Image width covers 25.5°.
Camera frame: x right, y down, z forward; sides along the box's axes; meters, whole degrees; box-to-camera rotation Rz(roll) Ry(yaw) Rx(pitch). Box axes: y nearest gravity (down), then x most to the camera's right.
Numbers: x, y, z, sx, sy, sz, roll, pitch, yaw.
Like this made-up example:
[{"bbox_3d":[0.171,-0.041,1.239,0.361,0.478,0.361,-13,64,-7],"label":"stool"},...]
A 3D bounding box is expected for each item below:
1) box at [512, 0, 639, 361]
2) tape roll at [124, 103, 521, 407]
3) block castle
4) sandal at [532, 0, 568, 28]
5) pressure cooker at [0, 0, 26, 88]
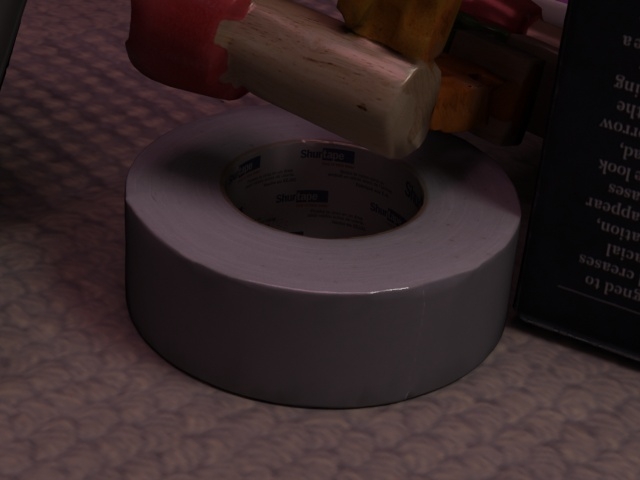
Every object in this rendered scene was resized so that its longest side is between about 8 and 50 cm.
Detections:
[{"bbox_3d":[0.279,-0.149,0.760,0.212,0.396,0.293,20,34,23],"label":"box"},{"bbox_3d":[0.000,0.000,0.792,0.219,0.072,0.219,3,29,-2],"label":"tape roll"},{"bbox_3d":[0.088,-0.224,0.860,0.212,0.303,0.453,27,19,25],"label":"block castle"},{"bbox_3d":[0.323,-0.207,1.156,0.416,0.102,0.169,27,37,34],"label":"sandal"},{"bbox_3d":[-0.335,-0.173,0.738,0.375,0.420,0.370,17,5,-18],"label":"pressure cooker"}]
